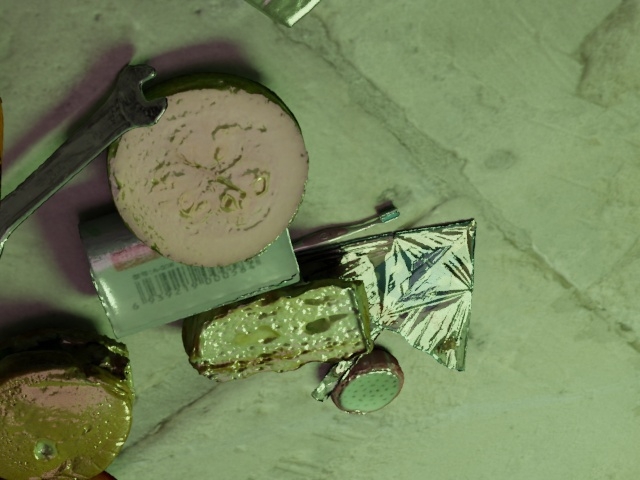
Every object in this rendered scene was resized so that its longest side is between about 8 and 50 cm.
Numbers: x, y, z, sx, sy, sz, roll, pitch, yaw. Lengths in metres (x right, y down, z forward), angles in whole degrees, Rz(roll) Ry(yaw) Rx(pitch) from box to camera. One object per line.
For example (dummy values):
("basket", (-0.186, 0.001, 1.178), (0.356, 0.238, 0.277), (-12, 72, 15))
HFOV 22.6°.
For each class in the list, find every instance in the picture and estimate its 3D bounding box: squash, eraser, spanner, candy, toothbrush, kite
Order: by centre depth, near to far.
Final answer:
("spanner", (-0.276, -0.079, 1.700), (0.302, 0.071, 0.017), (-38, 169, 20))
("squash", (-0.121, -0.074, 1.724), (0.219, 0.041, 0.219), (-4, 112, -10))
("eraser", (-0.149, 0.016, 1.837), (0.227, 0.081, 0.174), (-18, 139, -5))
("toothbrush", (0.000, 0.000, 1.932), (0.204, 0.017, 0.022), (-20, 149, -4))
("kite", (0.086, 0.085, 2.034), (0.335, 0.011, 0.314), (33, 107, -33))
("candy", (0.060, 0.187, 2.134), (0.103, 0.043, 0.103), (-12, 139, -11))

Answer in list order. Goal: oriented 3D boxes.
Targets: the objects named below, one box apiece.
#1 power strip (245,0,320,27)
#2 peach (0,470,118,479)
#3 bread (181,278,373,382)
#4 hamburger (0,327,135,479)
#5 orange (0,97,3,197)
("power strip", (-0.093, -0.295, 1.555), (0.078, 0.052, 0.272), (-41, 135, 21))
("peach", (-0.344, 0.376, 2.052), (0.226, 0.190, 0.196), (13, 141, -41))
("bread", (-0.053, 0.100, 1.948), (0.232, 0.088, 0.128), (-12, 134, -2))
("hamburger", (-0.328, 0.190, 1.915), (0.215, 0.122, 0.189), (-7, 130, -11))
("orange", (-0.388, -0.069, 1.536), (0.182, 0.234, 0.234), (3, 133, -26))
